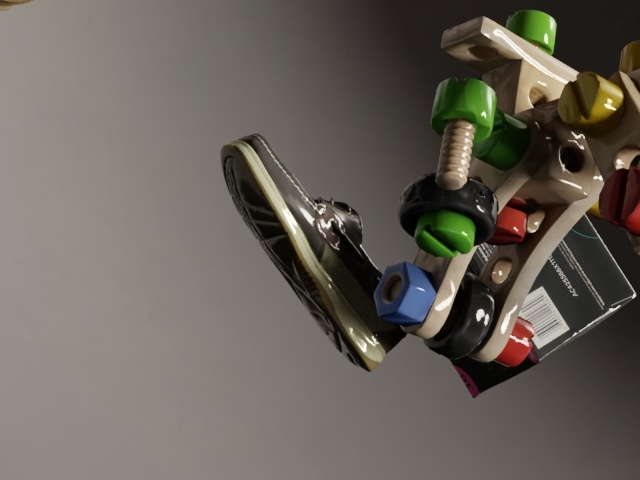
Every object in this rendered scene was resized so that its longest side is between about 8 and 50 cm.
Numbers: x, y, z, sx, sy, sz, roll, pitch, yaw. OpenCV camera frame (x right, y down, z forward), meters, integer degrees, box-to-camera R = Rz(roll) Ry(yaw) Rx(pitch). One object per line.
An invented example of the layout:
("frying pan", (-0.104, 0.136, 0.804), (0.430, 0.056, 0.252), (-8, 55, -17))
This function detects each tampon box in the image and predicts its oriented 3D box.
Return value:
("tampon box", (0.152, 0.039, 1.359), (0.101, 0.161, 0.120), (-30, 84, -21))

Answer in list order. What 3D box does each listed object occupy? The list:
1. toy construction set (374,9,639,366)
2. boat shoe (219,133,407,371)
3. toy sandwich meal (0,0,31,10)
("toy construction set", (0.197, -0.050, 1.093), (0.309, 0.237, 0.257), (15, 151, -7))
("boat shoe", (0.001, 0.001, 1.363), (0.073, 0.080, 0.223), (-38, 109, -17))
("toy sandwich meal", (-0.207, -0.193, 1.138), (0.086, 0.029, 0.085), (-17, 128, -22))
